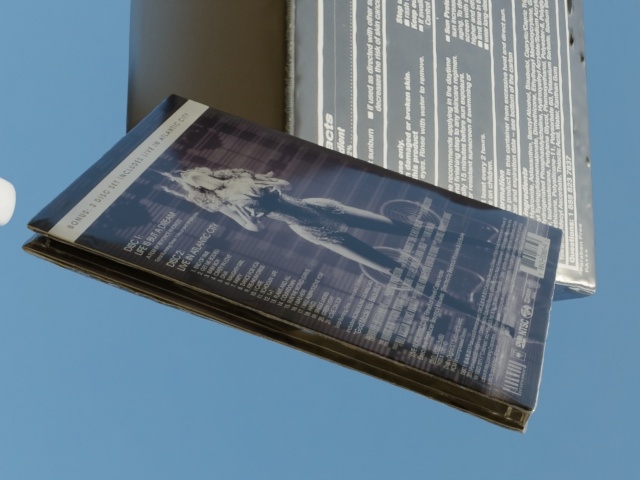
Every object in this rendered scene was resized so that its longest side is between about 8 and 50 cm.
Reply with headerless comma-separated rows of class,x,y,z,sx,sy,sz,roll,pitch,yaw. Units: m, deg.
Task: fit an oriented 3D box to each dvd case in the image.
dvd case,0.000,0.000,0.515,0.221,0.164,0.018,20,-59,6

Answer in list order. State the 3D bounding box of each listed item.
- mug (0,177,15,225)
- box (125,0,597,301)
mug,-0.474,-0.080,1.044,0.328,0.374,0.276,2,-103,52
box,0.030,-0.112,0.769,0.183,0.294,0.296,-12,-108,45
